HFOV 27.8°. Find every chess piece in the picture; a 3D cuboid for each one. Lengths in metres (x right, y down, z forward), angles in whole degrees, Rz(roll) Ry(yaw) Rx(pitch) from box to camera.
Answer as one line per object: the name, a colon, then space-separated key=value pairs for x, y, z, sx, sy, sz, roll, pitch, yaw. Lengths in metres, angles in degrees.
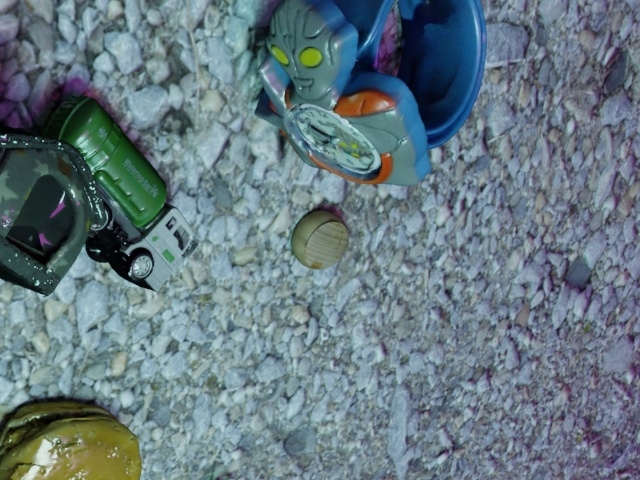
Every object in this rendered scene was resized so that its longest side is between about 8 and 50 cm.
chess piece: x=0.000 y=0.000 z=1.785 sx=0.083 sy=0.038 sz=0.084 roll=-21 pitch=128 yaw=-29

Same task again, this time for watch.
watch: x=0.061 y=-0.246 z=1.587 sx=0.274 sy=0.241 sz=0.305 roll=-51 pitch=136 yaw=-26

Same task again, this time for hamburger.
hamburger: x=-0.334 y=0.309 z=1.662 sx=0.213 sy=0.108 sz=0.214 roll=-17 pitch=119 yaw=-32

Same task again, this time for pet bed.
pet bed: x=-0.342 y=-0.058 z=1.344 sx=0.183 sy=0.210 sz=0.159 roll=45 pitch=66 yaw=-50

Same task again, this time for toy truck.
toy truck: x=-0.247 y=-0.053 z=1.521 sx=0.125 sy=0.101 sz=0.242 roll=-51 pitch=133 yaw=-18

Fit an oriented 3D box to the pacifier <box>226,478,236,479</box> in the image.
pacifier: x=-0.143 y=0.387 z=1.880 sx=0.083 sy=0.064 sz=0.068 roll=-45 pitch=151 yaw=-8
